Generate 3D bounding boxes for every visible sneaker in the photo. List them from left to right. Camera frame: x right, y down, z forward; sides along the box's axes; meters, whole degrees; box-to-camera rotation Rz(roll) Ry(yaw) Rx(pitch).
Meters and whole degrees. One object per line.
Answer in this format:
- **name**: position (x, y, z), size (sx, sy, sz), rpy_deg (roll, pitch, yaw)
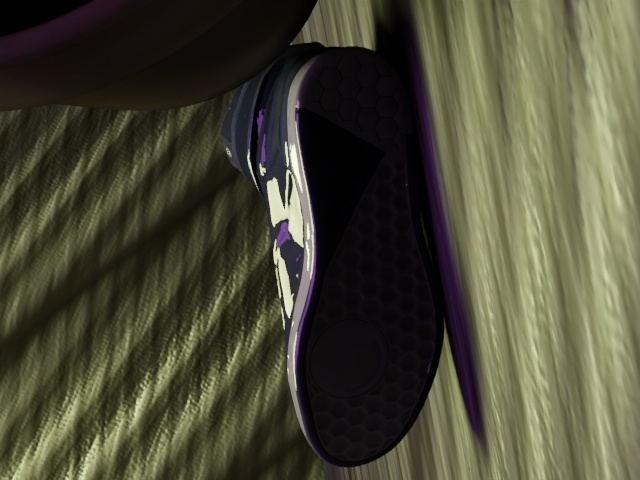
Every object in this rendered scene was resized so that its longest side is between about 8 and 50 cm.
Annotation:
- **sneaker**: position (0.002, -0.001, 0.826), size (0.163, 0.086, 0.226), rpy_deg (-148, 55, -69)

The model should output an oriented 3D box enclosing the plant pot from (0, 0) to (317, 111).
- **plant pot**: position (-0.114, -0.192, 0.688), size (0.280, 0.323, 0.323), rpy_deg (43, -146, -74)
